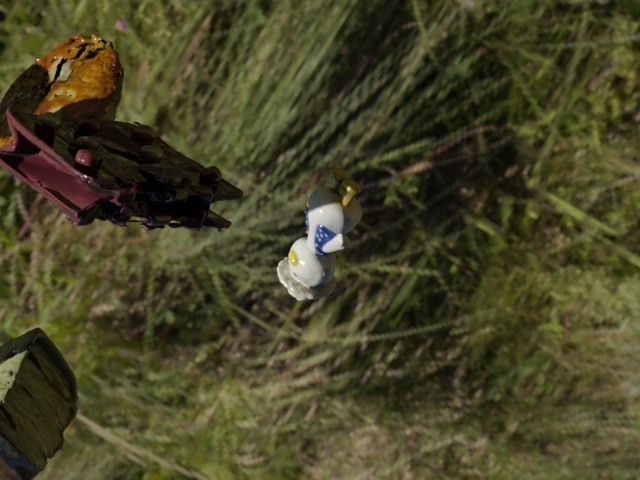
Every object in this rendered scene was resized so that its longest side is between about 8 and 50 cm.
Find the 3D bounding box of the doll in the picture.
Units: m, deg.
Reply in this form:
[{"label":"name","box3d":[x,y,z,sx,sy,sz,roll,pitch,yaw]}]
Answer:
[{"label":"doll","box3d":[0.000,0.000,2.144,0.119,0.293,0.138,-8,-136,-35]}]

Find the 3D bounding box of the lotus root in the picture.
[{"label":"lotus root","box3d":[-0.418,0.230,1.532,0.235,0.138,0.119,-75,-35,-60]}]

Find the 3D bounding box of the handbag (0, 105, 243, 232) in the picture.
[{"label":"handbag","box3d":[-0.217,-0.075,1.221,0.203,0.074,0.216,3,-161,-45]}]

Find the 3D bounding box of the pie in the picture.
[{"label":"pie","box3d":[-0.471,-0.241,2.059,0.308,0.308,0.085,30,170,48]}]
